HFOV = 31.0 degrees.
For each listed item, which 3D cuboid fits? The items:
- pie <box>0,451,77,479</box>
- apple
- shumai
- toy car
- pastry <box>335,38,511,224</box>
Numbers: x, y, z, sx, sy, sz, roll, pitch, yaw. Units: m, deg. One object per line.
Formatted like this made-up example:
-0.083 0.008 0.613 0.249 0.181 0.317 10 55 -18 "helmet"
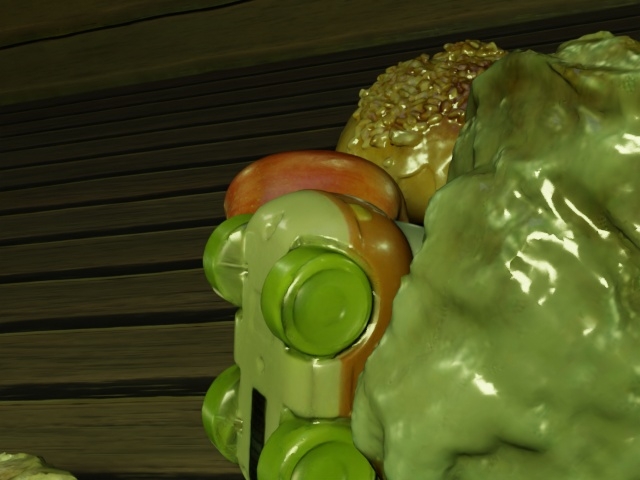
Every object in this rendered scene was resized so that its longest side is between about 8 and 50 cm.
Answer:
-0.302 0.235 0.696 0.337 0.075 0.337 -24 13 6 "pie"
0.000 0.000 1.114 0.199 0.199 0.199 -12 17 4 "apple"
0.151 0.075 0.621 0.263 0.309 0.304 -50 7 -9 "shumai"
0.042 0.075 0.786 0.235 0.235 0.145 -19 19 -20 "toy car"
0.153 -0.142 1.414 0.284 0.184 0.315 3 23 44 "pastry"
